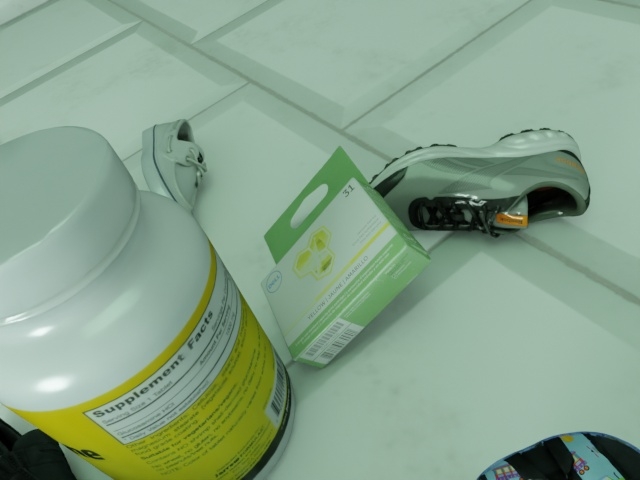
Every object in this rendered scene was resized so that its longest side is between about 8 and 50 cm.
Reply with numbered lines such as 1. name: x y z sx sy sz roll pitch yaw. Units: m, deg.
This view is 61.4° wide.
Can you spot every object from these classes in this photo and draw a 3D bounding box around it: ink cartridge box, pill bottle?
1. ink cartridge box: 0.000 0.000 0.618 0.171 0.056 0.235 -48 44 17
2. pill bottle: -0.153 0.082 0.449 0.187 0.334 0.188 -10 45 11

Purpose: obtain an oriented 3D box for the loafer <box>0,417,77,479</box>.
1. loafer: -0.294 0.230 0.542 0.223 0.076 0.078 6 61 29

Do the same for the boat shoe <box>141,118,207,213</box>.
1. boat shoe: -0.220 -0.120 0.833 0.084 0.095 0.258 -27 46 0

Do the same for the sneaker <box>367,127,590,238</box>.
1. sneaker: 0.174 -0.051 0.626 0.271 0.100 0.108 -12 50 8

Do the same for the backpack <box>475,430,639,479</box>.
1. backpack: 0.179 0.225 0.347 0.158 0.117 0.173 -23 45 -2
